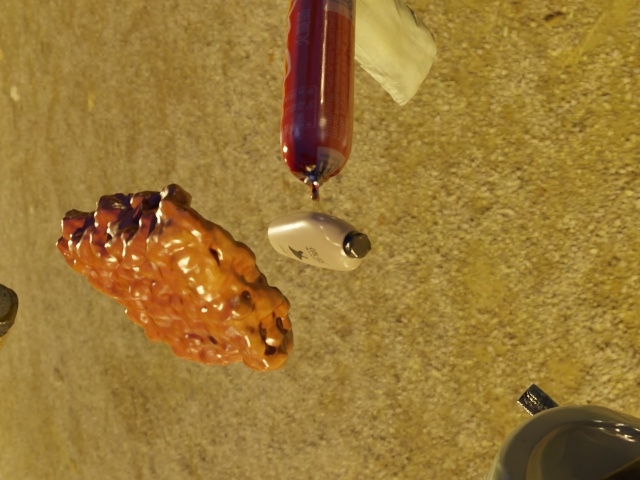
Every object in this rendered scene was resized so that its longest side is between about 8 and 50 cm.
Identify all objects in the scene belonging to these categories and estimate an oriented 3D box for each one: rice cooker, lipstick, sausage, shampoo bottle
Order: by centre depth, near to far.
[{"bbox_3d":[-0.001,-0.088,0.429,0.050,0.048,0.146,131,144,-63],"label":"sausage"},{"bbox_3d":[0.344,0.399,0.967,0.335,0.335,0.325,45,145,38],"label":"rice cooker"},{"bbox_3d":[0.450,0.350,1.311,0.051,0.051,0.312,-46,24,2],"label":"lipstick"},{"bbox_3d":[0.000,0.000,1.318,0.127,0.078,0.256,53,156,-23],"label":"shampoo bottle"}]

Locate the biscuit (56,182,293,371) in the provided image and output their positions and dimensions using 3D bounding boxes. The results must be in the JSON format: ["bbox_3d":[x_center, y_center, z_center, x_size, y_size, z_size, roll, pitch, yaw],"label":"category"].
[{"bbox_3d":[-0.199,0.063,1.081,0.312,0.111,0.318,-2,136,42],"label":"biscuit"}]

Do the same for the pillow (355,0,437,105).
[{"bbox_3d":[0.083,-0.304,1.092,0.050,0.229,0.128,7,69,50],"label":"pillow"}]

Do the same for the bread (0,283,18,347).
[{"bbox_3d":[-0.532,0.150,1.169,0.083,0.157,0.094,33,130,-7],"label":"bread"}]
